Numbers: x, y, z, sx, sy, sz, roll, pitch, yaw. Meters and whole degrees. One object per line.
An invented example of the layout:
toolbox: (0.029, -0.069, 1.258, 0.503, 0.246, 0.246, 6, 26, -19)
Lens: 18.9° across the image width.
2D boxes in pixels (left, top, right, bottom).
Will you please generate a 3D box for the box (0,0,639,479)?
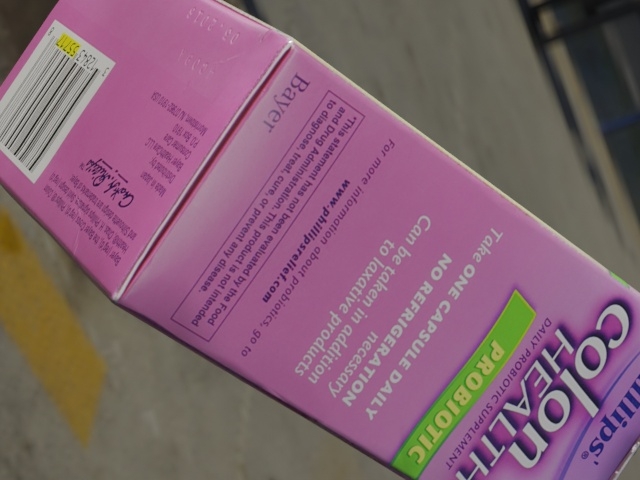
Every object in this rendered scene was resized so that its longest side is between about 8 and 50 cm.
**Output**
box: (0.000, 0.000, 0.824, 0.243, 0.117, 0.213, 33, 2, -31)
